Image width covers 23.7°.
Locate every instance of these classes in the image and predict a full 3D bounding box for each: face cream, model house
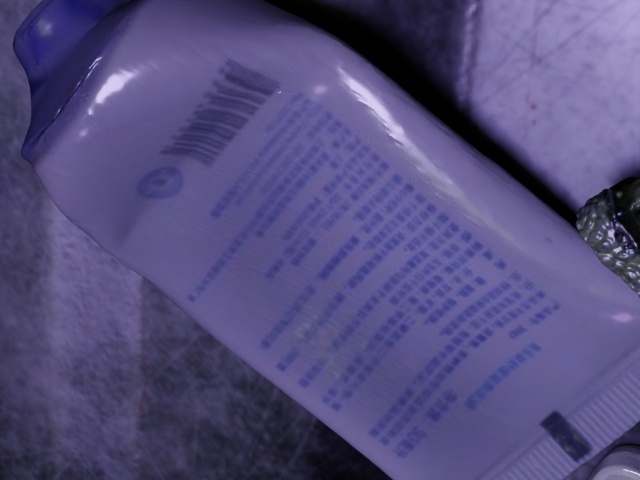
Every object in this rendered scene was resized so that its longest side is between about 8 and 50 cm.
[{"bbox_3d":[0.000,0.000,0.890,0.420,0.137,0.235,40,124,-4],"label":"face cream"},{"bbox_3d":[0.192,-0.014,0.800,0.079,0.066,0.083,47,124,-1],"label":"model house"}]

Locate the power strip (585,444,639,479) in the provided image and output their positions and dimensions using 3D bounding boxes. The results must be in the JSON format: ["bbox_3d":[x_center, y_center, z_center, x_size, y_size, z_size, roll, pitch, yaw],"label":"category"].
[{"bbox_3d":[0.157,0.193,0.940,0.047,0.030,0.191,36,124,9],"label":"power strip"}]
